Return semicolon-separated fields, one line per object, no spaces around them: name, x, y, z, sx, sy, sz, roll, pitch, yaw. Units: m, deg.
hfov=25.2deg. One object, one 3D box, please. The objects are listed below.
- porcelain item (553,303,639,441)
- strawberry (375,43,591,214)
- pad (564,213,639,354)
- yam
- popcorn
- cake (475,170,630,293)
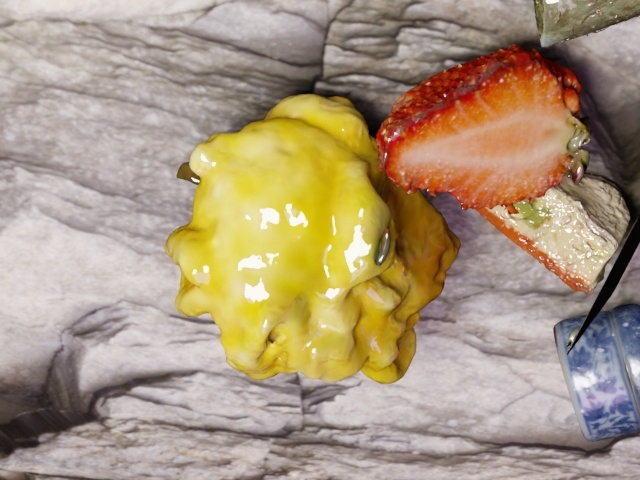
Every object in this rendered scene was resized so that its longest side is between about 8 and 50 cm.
porcelain item;0.343;0.151;1.658;0.114;0.147;0.147;-16;127;12
strawberry;0.160;-0.125;1.451;0.236;0.107;0.175;17;108;-31
pad;0.337;-0.009;1.532;0.009;0.159;0.265;31;126;15
yam;0.283;-0.254;1.367;0.183;0.107;0.107;-20;126;17
popcorn;0.000;0.000;1.463;0.315;0.281;0.297;5;92;-28
cake;0.242;-0.051;1.565;0.220;0.116;0.086;40;123;11
